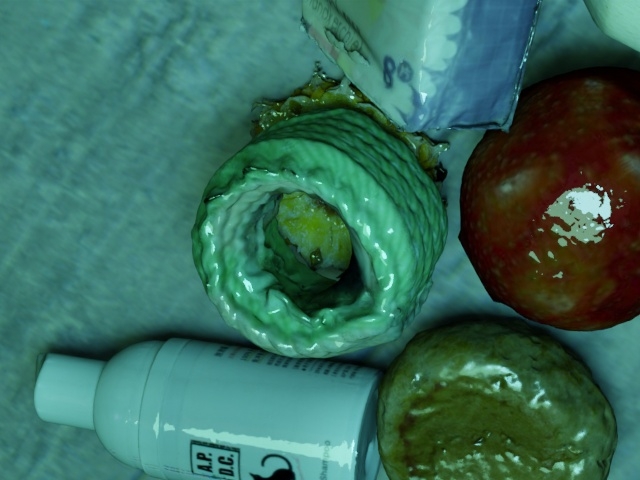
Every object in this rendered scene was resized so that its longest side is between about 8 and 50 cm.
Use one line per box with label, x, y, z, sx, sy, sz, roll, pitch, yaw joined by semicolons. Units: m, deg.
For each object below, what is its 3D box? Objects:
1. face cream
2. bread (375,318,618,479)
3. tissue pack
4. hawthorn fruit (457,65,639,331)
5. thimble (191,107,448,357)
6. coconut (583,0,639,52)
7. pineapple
face cream;-0.127;0.170;1.809;0.370;0.145;0.145;7;116;14
bread;0.163;0.172;1.735;0.230;0.123;0.230;5;119;10
tissue pack;0.095;-0.279;1.479;0.125;0.242;0.343;-4;121;-25
hawthorn fruit;0.234;-0.052;1.527;0.210;0.230;0.266;45;137;5
thimble;0.000;0.000;1.638;0.219;0.150;0.219;8;114;19
coconut;0.329;-0.235;1.422;0.247;0.245;0.245;29;119;9
pineapple;0.021;-0.063;1.711;0.221;0.047;0.221;7;115;15
